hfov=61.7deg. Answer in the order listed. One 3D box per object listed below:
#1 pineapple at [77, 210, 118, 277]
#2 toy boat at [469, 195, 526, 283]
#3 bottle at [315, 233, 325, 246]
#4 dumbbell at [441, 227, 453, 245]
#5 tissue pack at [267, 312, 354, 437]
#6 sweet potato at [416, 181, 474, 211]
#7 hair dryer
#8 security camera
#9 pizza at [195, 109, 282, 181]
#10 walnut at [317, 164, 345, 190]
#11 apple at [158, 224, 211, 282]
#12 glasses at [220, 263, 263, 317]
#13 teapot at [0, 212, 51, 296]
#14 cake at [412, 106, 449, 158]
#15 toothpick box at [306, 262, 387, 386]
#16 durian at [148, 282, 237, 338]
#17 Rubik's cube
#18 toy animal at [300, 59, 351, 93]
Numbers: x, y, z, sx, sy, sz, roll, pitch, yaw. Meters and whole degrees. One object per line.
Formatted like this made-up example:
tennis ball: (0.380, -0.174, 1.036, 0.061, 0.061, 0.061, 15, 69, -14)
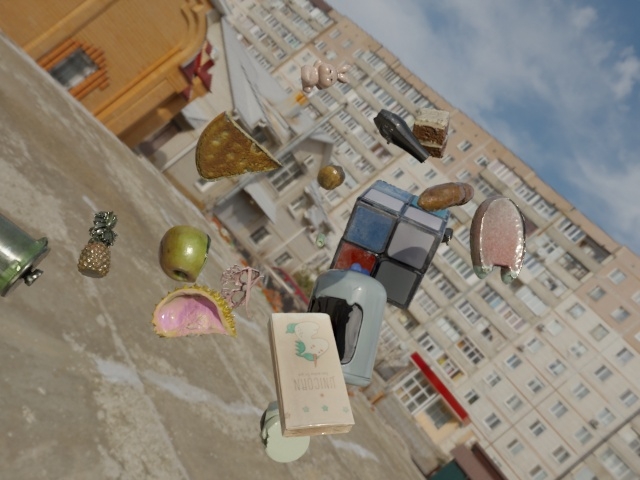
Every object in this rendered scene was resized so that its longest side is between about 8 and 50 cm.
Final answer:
pineapple: (-0.503, 0.004, 1.221, 0.074, 0.074, 0.159, 54, 36, -58)
toy boat: (0.453, -0.005, 1.398, 0.155, 0.227, 0.085, 9, -10, -17)
bottle: (0.000, 0.000, 1.733, 0.030, 0.030, 0.083, 51, 10, -9)
dumbbell: (0.551, -0.067, 2.463, 0.208, 0.099, 0.099, 65, -6, -19)
tissue pack: (-0.033, 0.328, 1.351, 0.071, 0.170, 0.325, 108, -24, -43)
sweet potato: (0.258, -0.090, 1.054, 0.065, 0.218, 0.051, -15, -91, 44)
hair dryer: (0.281, -0.364, 1.916, 0.235, 0.091, 0.272, 42, 6, -4)
security camera: (-0.152, 0.749, 2.154, 0.194, 0.194, 0.236, 52, -3, -16)
pizza: (-0.159, -0.181, 1.064, 0.185, 0.176, 0.036, 109, -19, -52)
walnut: (0.044, -0.249, 2.103, 0.105, 0.105, 0.124, 51, -36, -9)
apple: (-0.508, 0.045, 1.995, 0.188, 0.207, 0.174, -84, 156, -44)
glasses: (-0.314, 0.200, 1.995, 0.162, 0.255, 0.095, 7, 29, -32)
teapot: (-0.940, 0.024, 1.465, 0.337, 0.270, 0.200, 41, -21, -15)
cake: (0.407, -0.399, 1.967, 0.134, 0.135, 0.147, 16, -52, 12)
toothpick box: (0.075, 0.241, 1.617, 0.263, 0.355, 0.263, 13, -11, 3)
durian: (-0.300, 0.182, 1.313, 0.165, 0.182, 0.132, 44, 38, -34)
Rubik's cube: (0.250, 0.004, 1.904, 0.316, 0.313, 0.318, 25, 25, 11)
toy animal: (0.025, -0.657, 2.126, 0.124, 0.212, 0.124, 172, -90, -88)
